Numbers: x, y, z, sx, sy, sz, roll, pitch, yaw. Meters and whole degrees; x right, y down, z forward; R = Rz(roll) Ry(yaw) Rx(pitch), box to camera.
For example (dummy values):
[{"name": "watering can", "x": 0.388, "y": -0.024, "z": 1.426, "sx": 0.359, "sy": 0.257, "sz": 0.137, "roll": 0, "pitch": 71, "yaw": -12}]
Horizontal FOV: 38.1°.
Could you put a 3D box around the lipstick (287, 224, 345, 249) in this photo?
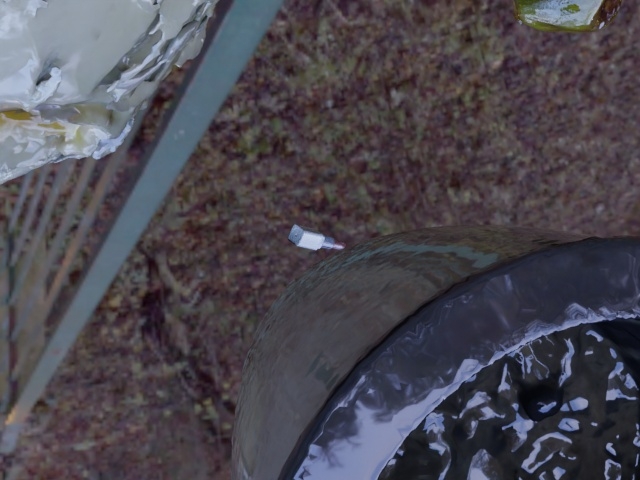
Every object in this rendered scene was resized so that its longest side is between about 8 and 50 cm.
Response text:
[{"name": "lipstick", "x": 0.000, "y": 0.000, "z": 1.328, "sx": 0.107, "sy": 0.025, "sz": 0.025, "roll": 12, "pitch": 108, "yaw": -48}]

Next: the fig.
[{"name": "fig", "x": 0.380, "y": -0.384, "z": 1.433, "sx": 0.166, "sy": 0.154, "sz": 0.144, "roll": -6, "pitch": 136, "yaw": 8}]

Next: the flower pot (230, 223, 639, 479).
[{"name": "flower pot", "x": 0.084, "y": 0.130, "z": 0.519, "sx": 0.293, "sy": 0.293, "sz": 0.330, "roll": -3, "pitch": -174, "yaw": -12}]

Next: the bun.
[{"name": "bun", "x": -0.154, "y": -0.115, "z": 0.469, "sx": 0.287, "sy": 0.146, "sz": 0.287, "roll": -27, "pitch": 170, "yaw": -5}]
